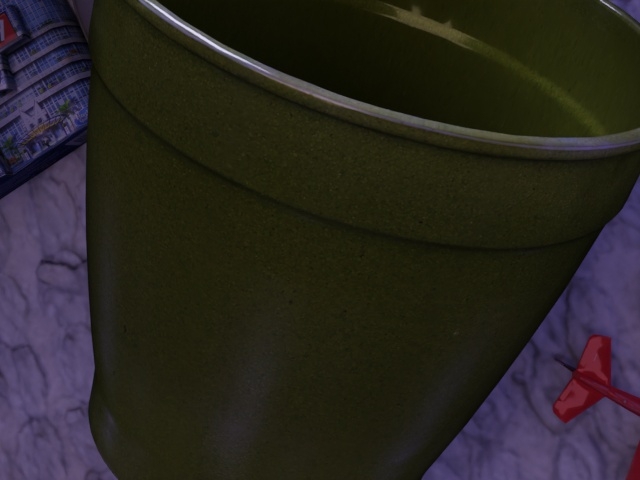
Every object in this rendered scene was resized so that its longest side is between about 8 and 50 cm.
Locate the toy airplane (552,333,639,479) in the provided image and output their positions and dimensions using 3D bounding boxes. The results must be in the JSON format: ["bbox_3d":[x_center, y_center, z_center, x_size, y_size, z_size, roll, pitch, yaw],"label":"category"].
[{"bbox_3d":[0.232,0.119,1.074,0.151,0.028,0.151,0,90,17],"label":"toy airplane"}]

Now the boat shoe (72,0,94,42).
[{"bbox_3d":[-0.141,-0.163,1.182,0.065,0.075,0.206,-18,78,-25],"label":"boat shoe"}]

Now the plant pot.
[{"bbox_3d":[0.000,0.000,0.987,0.366,0.366,0.353,26,119,16],"label":"plant pot"}]

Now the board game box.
[{"bbox_3d":[-0.286,-0.134,1.220,0.194,0.060,0.194,-32,83,17],"label":"board game box"}]
